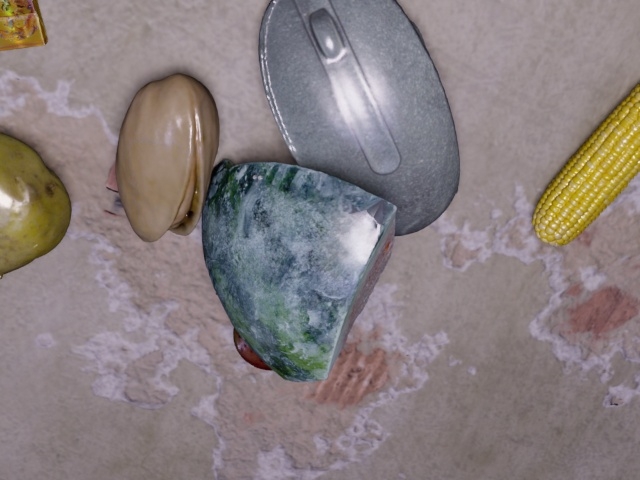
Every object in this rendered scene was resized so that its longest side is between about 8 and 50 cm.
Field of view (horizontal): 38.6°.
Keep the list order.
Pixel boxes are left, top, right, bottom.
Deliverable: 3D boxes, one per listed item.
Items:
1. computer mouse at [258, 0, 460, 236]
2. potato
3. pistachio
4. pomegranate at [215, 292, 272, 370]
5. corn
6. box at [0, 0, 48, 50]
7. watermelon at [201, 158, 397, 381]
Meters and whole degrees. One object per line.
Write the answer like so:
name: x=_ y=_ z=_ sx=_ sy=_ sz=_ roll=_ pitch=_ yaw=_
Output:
computer mouse: x=0.059 y=-0.154 z=1.133 sx=0.203 sy=0.114 sz=0.373 roll=-26 pitch=117 yaw=11
potato: x=-0.438 y=-0.042 z=1.140 sx=0.228 sy=0.148 sz=0.197 roll=-27 pitch=104 yaw=9
pistachio: x=-0.189 y=-0.101 z=1.134 sx=0.136 sy=0.135 sz=0.225 roll=8 pitch=118 yaw=-8
pomegranate: x=-0.073 y=0.110 z=1.262 sx=0.159 sy=0.129 sz=0.129 roll=37 pitch=110 yaw=-21
corn: x=0.372 y=-0.097 z=1.205 sx=0.081 sy=0.081 sz=0.248 roll=29 pitch=113 yaw=-18
box: x=-0.383 y=-0.301 z=1.072 sx=0.089 sy=0.022 sz=0.156 roll=-5 pitch=119 yaw=2
watermelon: x=0.000 y=0.000 z=1.140 sx=0.214 sy=0.319 sz=0.290 roll=-8 pitch=160 yaw=-46
